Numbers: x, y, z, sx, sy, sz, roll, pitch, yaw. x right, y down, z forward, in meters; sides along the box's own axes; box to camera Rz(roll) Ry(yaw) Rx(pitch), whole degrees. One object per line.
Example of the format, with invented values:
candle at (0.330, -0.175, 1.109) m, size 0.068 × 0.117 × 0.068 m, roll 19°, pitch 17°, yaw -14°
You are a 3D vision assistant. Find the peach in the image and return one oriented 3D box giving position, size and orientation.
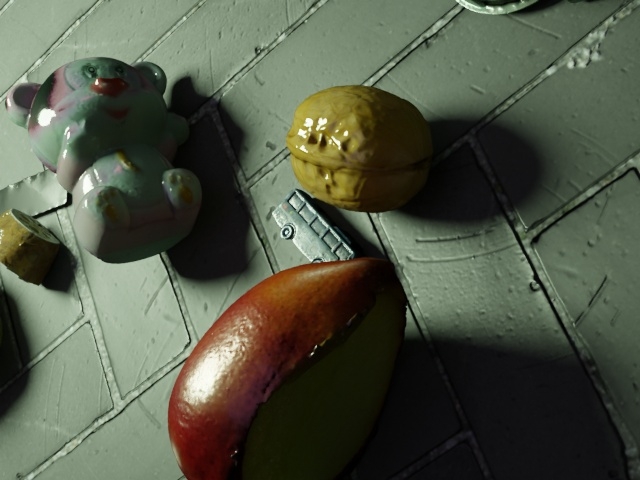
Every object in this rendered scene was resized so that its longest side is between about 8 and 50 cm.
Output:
peach at (-0.051, 0.150, 1.567) m, size 0.201 × 0.257 × 0.362 m, roll 35°, pitch 102°, yaw 35°

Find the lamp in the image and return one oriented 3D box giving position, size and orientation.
lamp at (-0.306, -0.115, 1.924) m, size 0.301 × 0.247 × 0.247 m, roll 65°, pitch 157°, yaw 20°

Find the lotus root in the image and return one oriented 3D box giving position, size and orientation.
lotus root at (-0.472, 0.008, 2.057) m, size 0.081 × 0.112 × 0.122 m, roll -53°, pitch 49°, yaw 3°

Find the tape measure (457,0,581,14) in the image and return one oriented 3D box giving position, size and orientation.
tape measure at (0.221, -0.400, 1.617) m, size 0.246 × 0.125 × 0.243 m, roll -12°, pitch 68°, yaw 35°

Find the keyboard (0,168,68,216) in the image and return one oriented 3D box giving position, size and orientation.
keyboard at (-0.480, -0.068, 2.155) m, size 0.196 × 0.015 × 0.074 m, roll -18°, pitch 69°, yaw 34°

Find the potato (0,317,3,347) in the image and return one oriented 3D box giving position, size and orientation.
potato at (-0.596, 0.122, 2.096) m, size 0.174 × 0.159 × 0.251 m, roll -24°, pitch 50°, yaw 5°

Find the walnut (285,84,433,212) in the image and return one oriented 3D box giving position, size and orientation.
walnut at (0.046, -0.115, 1.651) m, size 0.206 × 0.159 × 0.159 m, roll 19°, pitch 88°, yaw 36°

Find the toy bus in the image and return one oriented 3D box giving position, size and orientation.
toy bus at (0.000, 0.000, 1.719) m, size 0.065 × 0.047 × 0.166 m, roll -50°, pitch 50°, yaw 10°
